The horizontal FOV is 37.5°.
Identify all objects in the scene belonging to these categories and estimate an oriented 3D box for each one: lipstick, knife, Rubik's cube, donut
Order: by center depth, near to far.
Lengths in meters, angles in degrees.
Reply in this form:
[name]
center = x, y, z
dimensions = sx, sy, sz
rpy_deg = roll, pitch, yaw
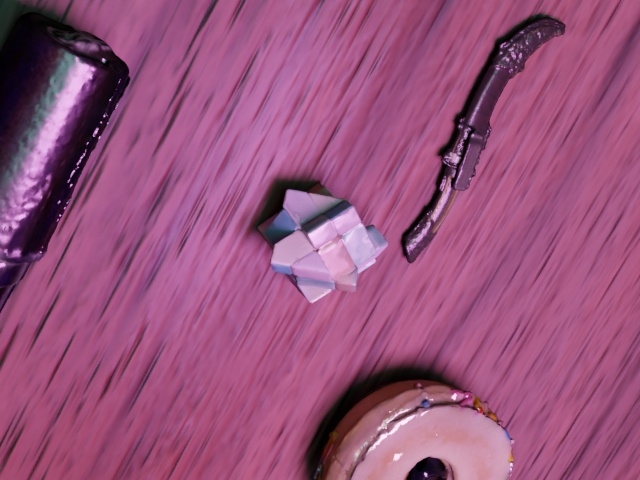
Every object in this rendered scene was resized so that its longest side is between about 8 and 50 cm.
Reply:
[lipstick]
center = -0.217, 0.000, 0.598
dimensions = 0.081, 0.081, 0.299
rpy_deg = 23, 103, -28
[Rubik's cube]
center = 0.000, 0.003, 0.688
dimensions = 0.075, 0.073, 0.084
rpy_deg = -48, 121, 0
[knife]
center = 0.119, -0.081, 0.734
dimensions = 0.046, 0.021, 0.222
rpy_deg = 27, 97, -31
[donut]
center = 0.076, 0.190, 0.797
dimensions = 0.175, 0.068, 0.174
rpy_deg = -9, 116, -19
